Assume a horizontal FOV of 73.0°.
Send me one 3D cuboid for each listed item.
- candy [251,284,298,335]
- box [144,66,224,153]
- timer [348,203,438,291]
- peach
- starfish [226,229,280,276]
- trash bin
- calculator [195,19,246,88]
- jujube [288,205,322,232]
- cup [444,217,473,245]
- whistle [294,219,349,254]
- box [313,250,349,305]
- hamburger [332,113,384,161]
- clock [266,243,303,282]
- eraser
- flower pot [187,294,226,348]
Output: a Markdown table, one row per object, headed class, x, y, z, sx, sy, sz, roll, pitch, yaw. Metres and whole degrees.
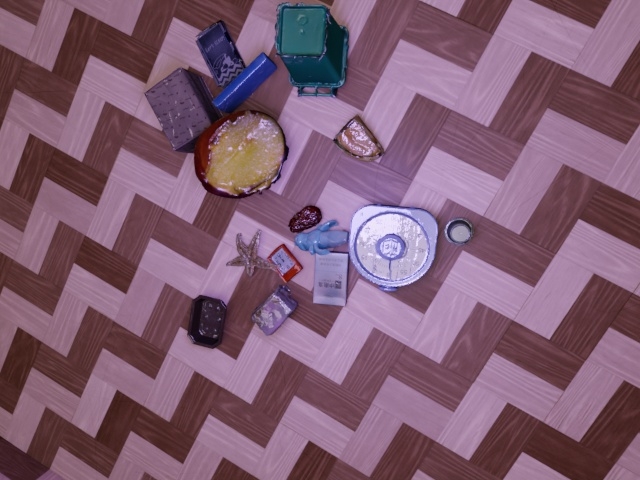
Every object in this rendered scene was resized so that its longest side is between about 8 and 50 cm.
| class | x | y | z | sx | sy | sz | roll | pitch | yaw |
| --- | --- | --- | --- | --- | --- | --- | --- | --- | --- |
| candy | -0.207 | 0.317 | 1.986 | 0.137 | 0.185 | 0.195 | 44 | 98 | -1 |
| box | -0.599 | -0.581 | 1.954 | 0.225 | 0.190 | 0.296 | -27 | 90 | 14 |
| timer | 0.305 | 0.034 | 1.852 | 0.396 | 0.173 | 0.394 | 1 | 96 | 10 |
| peach | -0.337 | -0.377 | 1.833 | 0.417 | 0.339 | 0.352 | -20 | 49 | 35 |
| starfish | -0.321 | 0.062 | 2.022 | 0.296 | 0.048 | 0.230 | 4 | 100 | 27 |
| trash bin | -0.039 | -0.753 | 1.724 | 0.260 | 0.381 | 0.294 | 6 | 98 | 12 |
| calculator | -0.458 | -0.851 | 1.978 | 0.166 | 0.028 | 0.273 | -26 | 89 | 16 |
| jujube | -0.071 | -0.098 | 1.951 | 0.166 | 0.104 | 0.104 | -22 | 92 | 16 |
| cup | 0.582 | -0.032 | 1.805 | 0.120 | 0.141 | 0.119 | 2 | 98 | 13 |
| whistle | 0.000 | 0.000 | 1.925 | 0.274 | 0.186 | 0.093 | -8 | 135 | 28 |
| box | 0.049 | 0.170 | 1.970 | 0.156 | 0.067 | 0.242 | 5 | 97 | 12 |
| hamburger | 0.172 | -0.420 | 1.866 | 0.208 | 0.135 | 0.155 | 40 | 118 | -10 |
| clock | -0.162 | 0.102 | 2.007 | 0.113 | 0.061 | 0.155 | -41 | 83 | 21 |
| eraser | -0.332 | -0.688 | 1.910 | 0.312 | 0.144 | 0.042 | -39 | 85 | 13 |
| flower pot | -0.537 | 0.386 | 2.102 | 0.179 | 0.084 | 0.250 | 12 | 97 | 10 |
